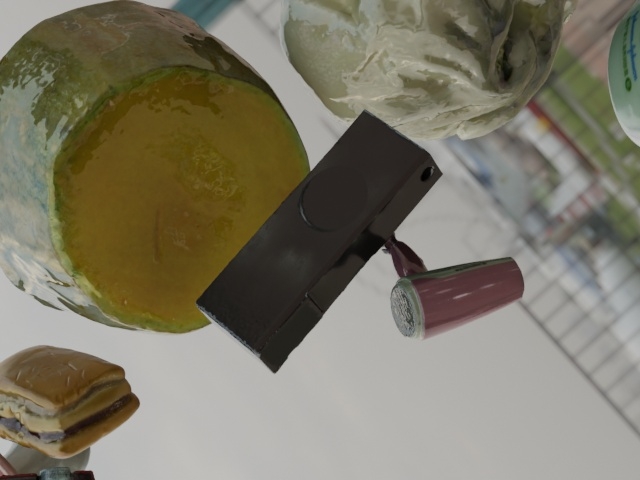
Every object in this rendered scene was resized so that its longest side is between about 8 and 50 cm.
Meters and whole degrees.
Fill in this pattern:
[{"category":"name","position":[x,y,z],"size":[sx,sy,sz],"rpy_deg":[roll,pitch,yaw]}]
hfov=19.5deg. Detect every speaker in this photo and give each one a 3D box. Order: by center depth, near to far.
[{"category":"speaker","position":[0.000,0.000,1.533],"size":[0.082,0.218,0.044],"rpy_deg":[38,174,33]}]

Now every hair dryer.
[{"category":"hair dryer","position":[0.089,0.024,1.565],"size":[0.154,0.106,0.054],"rpy_deg":[41,143,53]}]

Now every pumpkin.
[{"category":"pumpkin","position":[-0.168,-0.067,1.837],"size":[0.332,0.332,0.199],"rpy_deg":[45,170,-24]}]

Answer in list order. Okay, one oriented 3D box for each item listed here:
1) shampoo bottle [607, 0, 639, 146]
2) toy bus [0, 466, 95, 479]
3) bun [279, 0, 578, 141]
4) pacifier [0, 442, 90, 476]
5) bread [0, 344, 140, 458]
[{"category":"shampoo bottle","position":[0.414,-0.220,1.732],"size":[0.151,0.349,0.222],"rpy_deg":[17,-121,-16]},{"category":"toy bus","position":[-0.312,0.267,1.784],"size":[0.089,0.195,0.081],"rpy_deg":[140,124,-65]},{"category":"bun","position":[0.136,-0.251,1.918],"size":[0.211,0.360,0.360],"rpy_deg":[30,173,41]},{"category":"pacifier","position":[-0.392,0.310,2.178],"size":[0.332,0.273,0.220],"rpy_deg":[116,145,-52]},{"category":"bread","position":[-0.287,0.169,2.008],"size":[0.200,0.116,0.077],"rpy_deg":[9,120,52]}]
